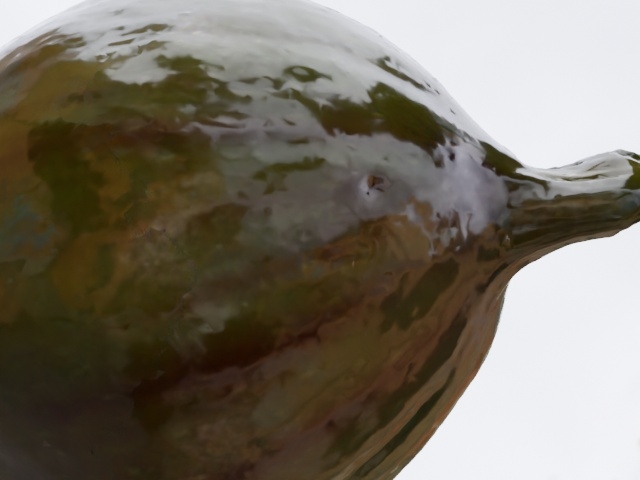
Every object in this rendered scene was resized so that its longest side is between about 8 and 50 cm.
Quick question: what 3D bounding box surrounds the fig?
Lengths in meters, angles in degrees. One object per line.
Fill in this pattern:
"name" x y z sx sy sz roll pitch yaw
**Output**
"fig" -0.008 0.010 0.460 0.186 0.142 0.148 -10 -57 27
